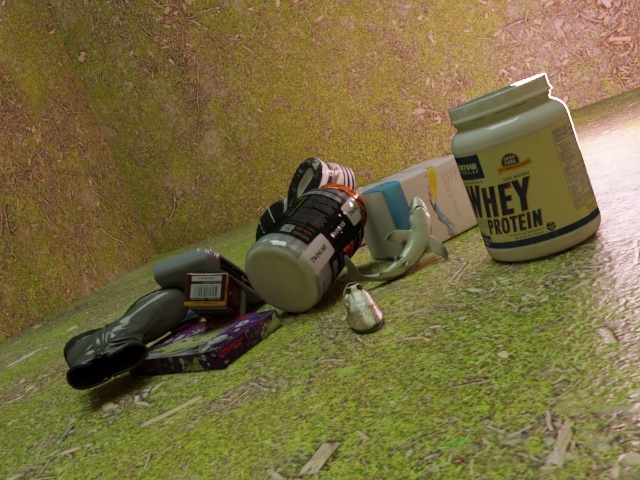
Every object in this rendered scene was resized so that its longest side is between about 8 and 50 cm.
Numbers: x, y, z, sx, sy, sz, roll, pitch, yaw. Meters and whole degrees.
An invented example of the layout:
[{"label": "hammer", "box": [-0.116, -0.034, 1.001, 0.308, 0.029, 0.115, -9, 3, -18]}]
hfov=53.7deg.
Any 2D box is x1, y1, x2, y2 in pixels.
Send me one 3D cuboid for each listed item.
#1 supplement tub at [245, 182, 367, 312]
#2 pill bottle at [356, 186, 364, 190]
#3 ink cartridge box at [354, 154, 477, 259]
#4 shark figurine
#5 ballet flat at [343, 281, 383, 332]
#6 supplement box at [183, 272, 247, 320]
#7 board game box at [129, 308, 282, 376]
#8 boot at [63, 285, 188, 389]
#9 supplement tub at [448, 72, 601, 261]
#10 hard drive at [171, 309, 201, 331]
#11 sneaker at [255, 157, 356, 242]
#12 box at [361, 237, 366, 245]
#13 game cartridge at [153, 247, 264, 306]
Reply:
[{"label": "supplement tub", "box": [-0.022, 0.006, 1.577, 0.207, 0.207, 0.338, -14, 25, 39]}, {"label": "pill bottle", "box": [0.145, -0.147, 2.556, 0.208, 0.118, 0.117, -19, 9, 19]}, {"label": "ink cartridge box", "box": [0.258, -0.090, 1.702, 0.269, 0.197, 0.198, -25, 9, -20]}, {"label": "shark figurine", "box": [0.184, 0.046, 1.503, 0.278, 0.166, 0.116, -41, -13, -11]}, {"label": "ballet flat", "box": [0.076, 0.127, 1.266, 0.073, 0.067, 0.206, -22, 9, -5]}, {"label": "supplement box", "box": [-0.254, 0.143, 1.558, 0.104, 0.081, 0.188, -1, -19, 8]}, {"label": "board game box", "box": [-0.279, 0.243, 1.487, 0.346, 0.056, 0.208, -14, 7, 39]}, {"label": "boot", "box": [-0.435, 0.235, 1.494, 0.338, 0.118, 0.222, -33, 19, -21]}, {"label": "supplement tub", "box": [0.405, -0.145, 1.277, 0.235, 0.325, 0.235, -21, 9, 3]}, {"label": "hard drive", "box": [-0.395, 0.230, 1.896, 0.094, 0.022, 0.135, -21, 9, 5]}, {"label": "sneaker", "box": [-0.027, -0.084, 2.180, 0.257, 0.169, 0.448, 5, -44, -41]}, {"label": "box", "box": [0.075, -0.043, 2.026, 0.310, 0.148, 0.121, -23, 8, -15]}, {"label": "game cartridge", "box": [-0.292, 0.119, 1.685, 0.198, 0.062, 0.297, -22, -34, 20]}]
